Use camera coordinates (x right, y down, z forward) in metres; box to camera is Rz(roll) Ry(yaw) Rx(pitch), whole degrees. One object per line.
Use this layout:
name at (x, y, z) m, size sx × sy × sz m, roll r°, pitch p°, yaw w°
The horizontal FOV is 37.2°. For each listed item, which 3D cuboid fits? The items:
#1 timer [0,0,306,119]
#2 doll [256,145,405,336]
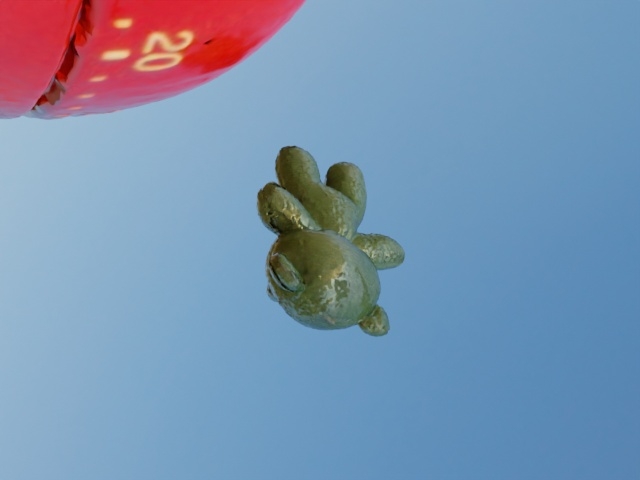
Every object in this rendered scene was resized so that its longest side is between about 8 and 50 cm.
timer at (-0.148, -0.247, 0.451) m, size 0.378 × 0.279 × 0.378 m, roll 23°, pitch -64°, yaw 56°
doll at (0.000, 0.000, 0.635) m, size 0.077 × 0.115 × 0.150 m, roll -43°, pitch -150°, yaw 36°
